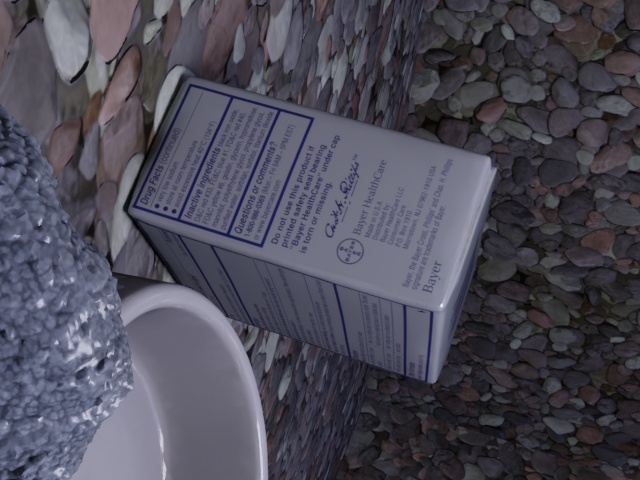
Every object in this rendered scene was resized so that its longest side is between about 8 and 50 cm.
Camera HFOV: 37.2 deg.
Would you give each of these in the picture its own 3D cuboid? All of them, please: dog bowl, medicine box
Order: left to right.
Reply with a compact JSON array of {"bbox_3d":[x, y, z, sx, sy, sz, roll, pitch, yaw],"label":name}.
[{"bbox_3d":[-0.143,0.185,0.679,0.348,0.102,0.349,-4,90,-68],"label":"dog bowl"},{"bbox_3d":[0.000,0.000,0.915,0.263,0.289,0.149,77,32,-68],"label":"medicine box"}]

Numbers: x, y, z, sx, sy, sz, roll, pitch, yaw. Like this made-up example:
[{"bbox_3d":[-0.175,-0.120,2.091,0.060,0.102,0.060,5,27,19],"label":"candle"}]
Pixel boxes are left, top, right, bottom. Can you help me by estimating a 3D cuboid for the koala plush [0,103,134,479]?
[{"bbox_3d":[-0.201,0.047,0.311,0.221,0.203,0.196,-29,123,-43],"label":"koala plush"}]
